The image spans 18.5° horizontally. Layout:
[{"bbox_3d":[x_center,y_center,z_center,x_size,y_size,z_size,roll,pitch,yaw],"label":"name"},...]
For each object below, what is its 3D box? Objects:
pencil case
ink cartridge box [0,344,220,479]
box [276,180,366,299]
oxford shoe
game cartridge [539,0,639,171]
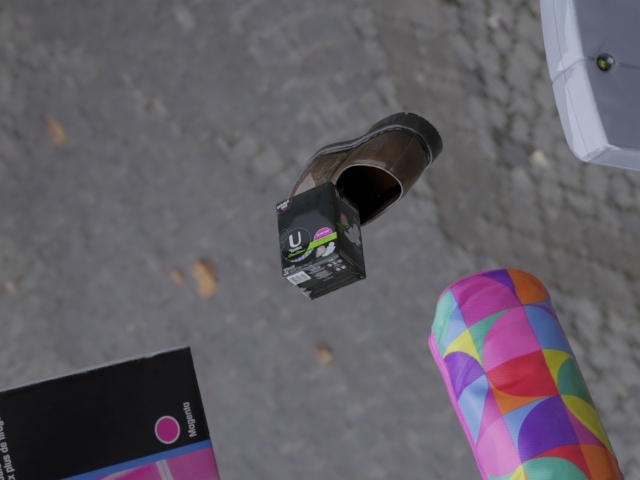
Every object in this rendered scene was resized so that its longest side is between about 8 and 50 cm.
[{"bbox_3d":[0.146,0.132,1.368,0.104,0.104,0.236,84,172,-49],"label":"pencil case"},{"bbox_3d":[-0.253,0.208,1.593,0.069,0.371,0.175,-15,87,57],"label":"ink cartridge box"},{"bbox_3d":[0.000,0.000,1.788,0.052,0.062,0.083,41,-145,-46],"label":"box"},{"bbox_3d":[0.022,-0.047,1.960,0.083,0.096,0.227,42,142,-9],"label":"oxford shoe"},{"bbox_3d":[0.249,-0.182,1.369,0.060,0.196,0.294,145,132,-61],"label":"game cartridge"}]
